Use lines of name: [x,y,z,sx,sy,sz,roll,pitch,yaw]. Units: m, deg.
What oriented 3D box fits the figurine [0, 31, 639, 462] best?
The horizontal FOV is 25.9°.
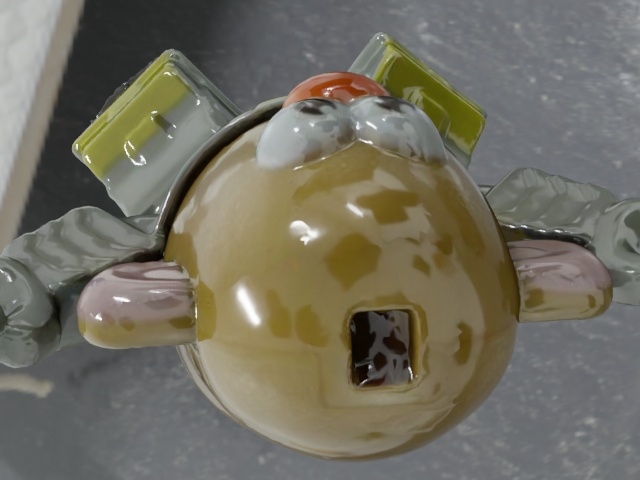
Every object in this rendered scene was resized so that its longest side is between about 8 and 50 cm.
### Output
figurine: [0.001,0.001,0.618,0.342,0.285,0.167,-24,111,3]
